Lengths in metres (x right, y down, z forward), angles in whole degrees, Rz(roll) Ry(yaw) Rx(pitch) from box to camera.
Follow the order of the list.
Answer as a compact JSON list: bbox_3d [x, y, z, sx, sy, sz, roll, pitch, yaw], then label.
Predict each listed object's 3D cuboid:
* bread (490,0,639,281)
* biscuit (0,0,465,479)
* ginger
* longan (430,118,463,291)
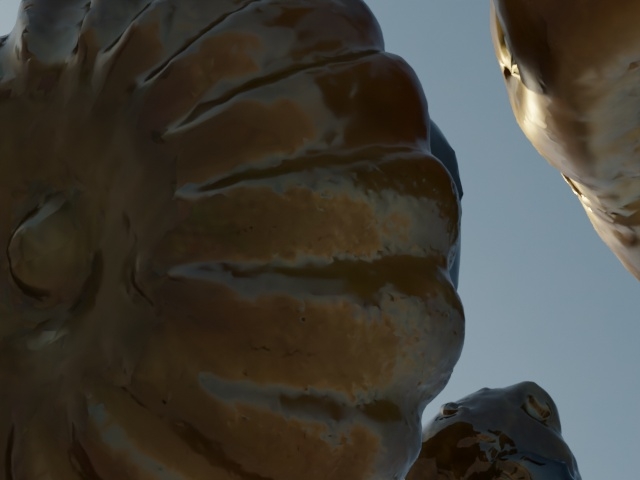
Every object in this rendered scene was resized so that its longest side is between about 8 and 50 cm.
[{"bbox_3d":[0.236,-0.121,0.575,0.337,0.328,0.148,-27,-124,18],"label":"bread"},{"bbox_3d":[-0.094,0.015,0.606,0.325,0.326,0.107,14,-13,38],"label":"biscuit"},{"bbox_3d":[0.185,0.291,1.535,0.223,0.200,0.269,-112,-176,-55],"label":"ginger"},{"bbox_3d":[0.000,0.000,1.405,0.319,0.319,0.319,25,-47,30],"label":"longan"}]
